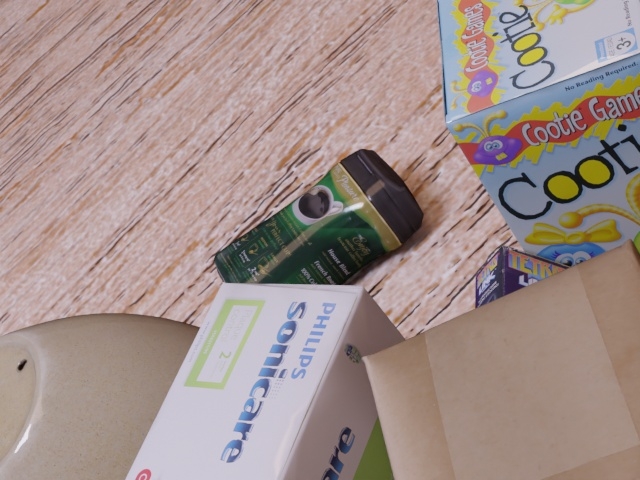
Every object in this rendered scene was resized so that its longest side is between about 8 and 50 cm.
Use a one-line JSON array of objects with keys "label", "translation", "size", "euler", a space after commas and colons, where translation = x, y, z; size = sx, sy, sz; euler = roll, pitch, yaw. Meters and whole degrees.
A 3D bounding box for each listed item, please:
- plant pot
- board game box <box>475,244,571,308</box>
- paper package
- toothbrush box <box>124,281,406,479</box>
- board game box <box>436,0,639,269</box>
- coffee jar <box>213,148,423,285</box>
[{"label": "plant pot", "translation": [-0.194, 0.172, 1.091], "size": [0.284, 0.191, 0.284], "euler": [-25, 48, 32]}, {"label": "board game box", "translation": [0.191, 0.093, 0.960], "size": [0.048, 0.170, 0.141], "euler": [122, 162, -46]}, {"label": "paper package", "translation": [0.178, 0.219, 0.732], "size": [0.168, 0.309, 0.324], "euler": [-25, 42, 10]}, {"label": "toothbrush box", "translation": [0.011, 0.190, 0.900], "size": [0.122, 0.283, 0.206], "euler": [1, 54, 36]}, {"label": "board game box", "translation": [0.207, -0.065, 1.004], "size": [0.142, 0.275, 0.144], "euler": [-19, 44, 21]}, {"label": "coffee jar", "translation": [0.000, 0.000, 1.243], "size": [0.184, 0.079, 0.096], "euler": [-37, 38, 2]}]
